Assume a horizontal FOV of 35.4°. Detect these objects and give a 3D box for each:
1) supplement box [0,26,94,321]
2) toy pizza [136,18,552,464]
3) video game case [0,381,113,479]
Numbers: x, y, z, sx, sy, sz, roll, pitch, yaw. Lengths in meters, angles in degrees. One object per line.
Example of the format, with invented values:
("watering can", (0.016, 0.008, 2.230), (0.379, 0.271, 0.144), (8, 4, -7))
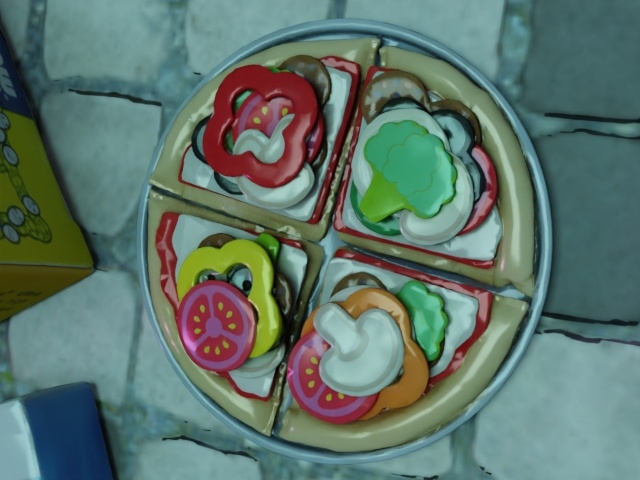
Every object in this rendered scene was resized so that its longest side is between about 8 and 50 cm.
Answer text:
("supplement box", (-0.330, -0.001, 0.485), (0.357, 0.195, 0.194), (-27, 79, 17))
("toy pizza", (0.000, 0.000, 0.446), (0.201, 0.032, 0.201), (-1, 88, 22))
("video game case", (-0.199, 0.232, 0.508), (0.244, 0.061, 0.269), (-18, 82, 22))
